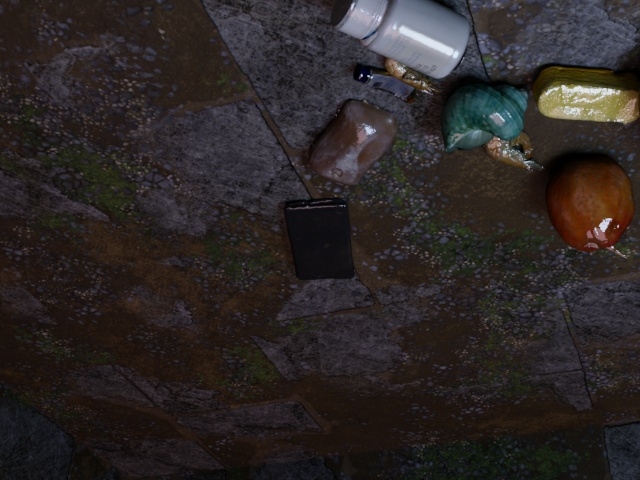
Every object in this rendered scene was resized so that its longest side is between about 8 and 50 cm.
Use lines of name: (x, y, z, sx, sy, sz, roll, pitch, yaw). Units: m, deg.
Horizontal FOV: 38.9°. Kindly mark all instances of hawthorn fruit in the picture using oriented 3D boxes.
hawthorn fruit: (0.659, -0.069, 2.170, 0.210, 0.262, 0.210, -13, 149, -8)

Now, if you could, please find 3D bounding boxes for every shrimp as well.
shrimp: (0.215, -0.380, 1.992, 0.162, 0.045, 0.095, 27, 116, -21)
shrimp: (0.473, -0.217, 2.185, 0.180, 0.041, 0.099, 27, 122, -26)

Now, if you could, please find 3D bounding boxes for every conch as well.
conch: (0.371, -0.281, 2.030, 0.202, 0.134, 0.196, -6, 173, 7)

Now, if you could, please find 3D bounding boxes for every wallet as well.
wallet: (0.000, 0.000, 2.495, 0.170, 0.044, 0.321, -2, 139, 5)

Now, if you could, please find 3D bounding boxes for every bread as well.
bread: (0.587, -0.322, 1.989, 0.246, 0.094, 0.102, 4, 134, -1)

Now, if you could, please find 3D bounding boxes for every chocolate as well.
chocolate: (0.076, -0.216, 2.172, 0.161, 0.083, 0.261, 16, 140, -19)

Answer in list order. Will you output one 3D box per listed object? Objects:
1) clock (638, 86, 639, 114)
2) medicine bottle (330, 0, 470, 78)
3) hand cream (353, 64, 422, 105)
clock: (0.792, -0.247, 1.914, 0.200, 0.244, 0.317, -25, 147, 37)
medicine bottle: (0.160, -0.435, 1.827, 0.258, 0.143, 0.143, 19, 140, -21)
hand cream: (0.149, -0.351, 2.032, 0.163, 0.039, 0.062, 17, 139, -26)
